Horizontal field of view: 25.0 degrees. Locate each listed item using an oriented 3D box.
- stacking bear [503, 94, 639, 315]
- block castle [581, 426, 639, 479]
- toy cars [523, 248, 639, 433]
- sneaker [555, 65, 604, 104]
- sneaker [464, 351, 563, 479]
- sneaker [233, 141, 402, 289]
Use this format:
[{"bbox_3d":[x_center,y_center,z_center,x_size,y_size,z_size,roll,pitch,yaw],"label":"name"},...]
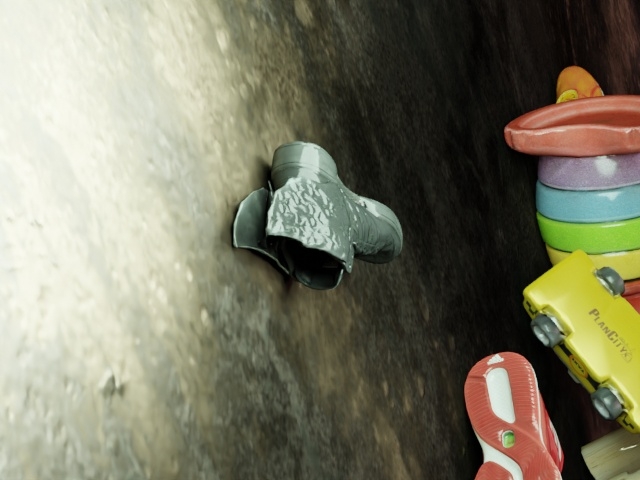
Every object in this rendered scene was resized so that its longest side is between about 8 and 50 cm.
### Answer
[{"bbox_3d":[0.313,0.000,1.569,0.164,0.175,0.289,-36,122,-58],"label":"stacking bear"},{"bbox_3d":[0.471,0.375,1.488,0.303,0.212,0.453,54,10,-43],"label":"block castle"},{"bbox_3d":[0.387,0.131,1.455,0.087,0.393,0.177,99,4,-69],"label":"toy cars"},{"bbox_3d":[0.309,-0.146,1.742,0.067,0.064,0.175,40,39,-42],"label":"sneaker"},{"bbox_3d":[0.179,0.214,1.213,0.128,0.087,0.221,49,37,-48],"label":"sneaker"},{"bbox_3d":[0.002,-0.001,0.941,0.170,0.051,0.089,43,40,-48],"label":"sneaker"}]
